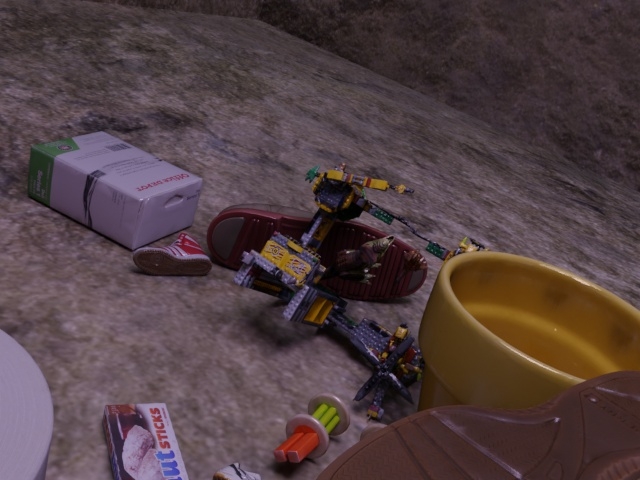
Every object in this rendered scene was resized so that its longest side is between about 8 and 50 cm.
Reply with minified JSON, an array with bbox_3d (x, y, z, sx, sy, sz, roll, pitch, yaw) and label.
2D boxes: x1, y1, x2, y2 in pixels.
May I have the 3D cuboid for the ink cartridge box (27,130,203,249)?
[{"bbox_3d":[-0.323,-0.085,1.148,0.219,0.093,0.160,26,26,18],"label":"ink cartridge box"}]

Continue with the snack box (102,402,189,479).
[{"bbox_3d":[-0.162,0.221,0.687,0.064,0.022,0.178,5,26,-28],"label":"snack box"}]

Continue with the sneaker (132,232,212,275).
[{"bbox_3d":[-0.222,0.018,1.057,0.118,0.042,0.067,10,28,-34],"label":"sneaker"}]

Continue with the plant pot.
[{"bbox_3d":[0.207,0.174,0.770,0.254,0.239,0.254,15,24,-7],"label":"plant pot"}]

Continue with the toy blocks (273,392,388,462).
[{"bbox_3d":[0.007,0.229,0.744,0.123,0.054,0.148,26,26,18],"label":"toy blocks"}]

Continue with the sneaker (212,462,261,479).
[{"bbox_3d":[-0.063,0.242,0.697,0.083,0.032,0.037,29,27,24],"label":"sneaker"}]

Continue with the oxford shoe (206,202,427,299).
[{"bbox_3d":[0.000,0.000,1.154,0.348,0.123,0.130,16,19,-6],"label":"oxford shoe"}]

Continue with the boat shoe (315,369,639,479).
[{"bbox_3d":[0.147,0.187,0.516,0.341,0.110,0.121,-6,28,-26],"label":"boat shoe"}]

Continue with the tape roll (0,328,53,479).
[{"bbox_3d":[-0.422,0.164,0.579,0.392,0.072,0.392,15,24,-7],"label":"tape roll"}]

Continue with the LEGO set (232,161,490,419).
[{"bbox_3d":[0.053,0.040,0.931,0.331,0.255,0.192,41,4,22],"label":"LEGO set"}]
